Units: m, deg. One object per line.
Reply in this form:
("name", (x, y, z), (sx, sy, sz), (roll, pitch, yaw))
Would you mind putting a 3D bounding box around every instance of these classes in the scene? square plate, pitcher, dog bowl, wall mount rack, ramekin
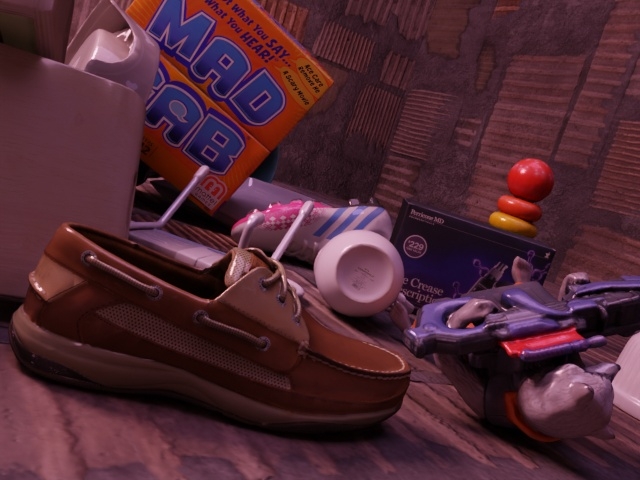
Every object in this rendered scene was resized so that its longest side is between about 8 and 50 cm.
("square plate", (-0.155, -0.079, 1.494), (0.344, 0.049, 0.347), (22, 18, 32))
("pitcher", (0.076, 0.062, 0.966), (0.178, 0.125, 0.207), (29, -4, -1))
("dog bowl", (-0.374, -0.204, 1.018), (0.102, 0.348, 0.349), (29, 1, -32))
("wall mount rack", (-0.159, -0.031, 0.993), (0.350, 0.130, 0.304), (20, 8, 10))
("ramekin", (0.529, 0.212, 0.936), (0.207, 0.109, 0.207), (17, 7, -2))

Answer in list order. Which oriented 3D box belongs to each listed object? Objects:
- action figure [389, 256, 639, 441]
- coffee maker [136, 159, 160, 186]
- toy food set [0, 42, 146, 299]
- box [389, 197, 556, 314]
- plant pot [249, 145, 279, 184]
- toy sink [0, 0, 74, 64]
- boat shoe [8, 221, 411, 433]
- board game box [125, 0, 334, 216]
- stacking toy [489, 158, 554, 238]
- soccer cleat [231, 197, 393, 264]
("action figure", (0.254, 0.120, 0.744), (0.341, 0.178, 0.330), (-7, 14, -2))
("coffee maker", (-0.424, -0.156, 1.361), (0.171, 0.120, 0.178), (-26, 11, 6))
("toy food set", (-0.312, -0.061, 0.569), (0.306, 0.219, 0.092), (14, -19, -31))
("box", (0.244, 0.053, 1.131), (0.261, 0.184, 0.103), (17, 7, 0))
("plant pot", (-0.292, -0.251, 1.749), (0.235, 0.293, 0.293), (14, 4, 35))
("toy sink", (-0.358, -0.241, 0.595), (0.234, 0.131, 0.153), (9, -17, -18))
("boat shoe", (-0.069, 0.068, 0.521), (0.324, 0.120, 0.122), (15, 8, -21))
("board game box", (-0.229, -0.334, 1.341), (0.356, 0.356, 0.356), (41, 12, -15))
("stacking toy", (0.375, -0.007, 1.306), (0.141, 0.330, 0.141), (17, 7, -2))
("soccer cleat", (0.000, 0.000, 1.230), (0.331, 0.143, 0.116), (-7, -21, -25))
